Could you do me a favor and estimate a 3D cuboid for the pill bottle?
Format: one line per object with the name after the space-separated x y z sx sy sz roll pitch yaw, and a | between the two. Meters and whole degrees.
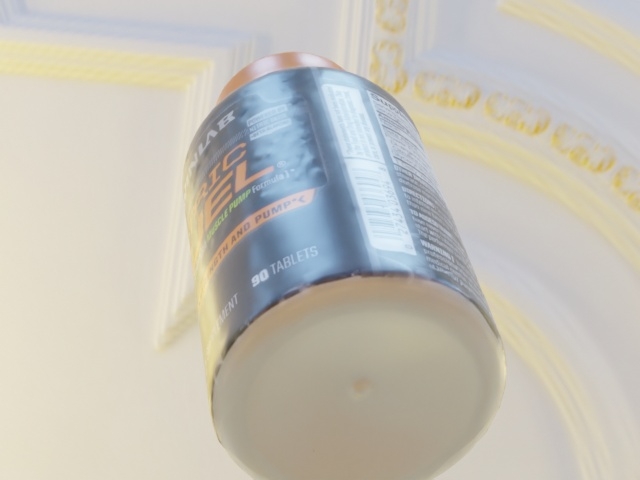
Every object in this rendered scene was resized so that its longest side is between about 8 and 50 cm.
0.000 0.000 0.698 0.130 0.130 0.245 -7 -145 -5 | pill bottle
